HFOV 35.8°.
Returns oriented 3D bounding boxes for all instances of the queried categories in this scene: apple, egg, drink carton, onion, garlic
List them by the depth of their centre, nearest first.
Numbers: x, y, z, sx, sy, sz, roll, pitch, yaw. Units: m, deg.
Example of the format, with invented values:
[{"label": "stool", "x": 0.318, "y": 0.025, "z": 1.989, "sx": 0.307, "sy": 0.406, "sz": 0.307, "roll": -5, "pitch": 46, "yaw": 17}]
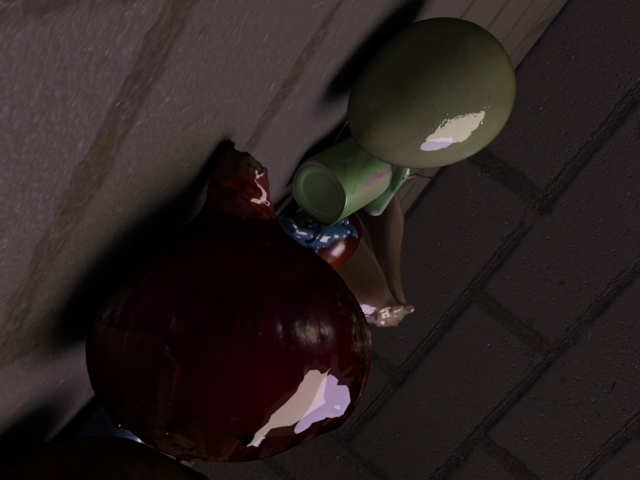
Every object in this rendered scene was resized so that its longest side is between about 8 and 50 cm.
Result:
[{"label": "onion", "x": -0.103, "y": 0.074, "z": 1.198, "sx": 0.348, "sy": 0.347, "sz": 0.385, "roll": -17, "pitch": 112, "yaw": -77}, {"label": "egg", "x": 0.159, "y": -0.214, "z": 1.483, "sx": 0.295, "sy": 0.218, "sz": 0.218, "roll": -31, "pitch": 163, "yaw": -31}, {"label": "drink carton", "x": 0.037, "y": -0.105, "z": 1.648, "sx": 0.142, "sy": 0.144, "sz": 0.146, "roll": -30, "pitch": 161, "yaw": -42}, {"label": "apple", "x": -0.009, "y": -0.004, "z": 1.821, "sx": 0.158, "sy": 0.147, "sz": 0.156, "roll": -50, "pitch": -166, "yaw": 11}, {"label": "garlic", "x": 0.073, "y": 0.003, "z": 2.128, "sx": 0.231, "sy": 0.245, "sz": 0.340, "roll": 13, "pitch": 86, "yaw": -49}]

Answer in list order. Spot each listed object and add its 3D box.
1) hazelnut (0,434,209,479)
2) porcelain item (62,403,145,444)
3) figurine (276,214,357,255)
[{"label": "hazelnut", "x": -0.317, "y": 0.463, "z": 1.320, "sx": 0.421, "sy": 0.352, "sz": 0.421, "roll": 1, "pitch": 90, "yaw": -66}, {"label": "porcelain item", "x": -0.329, "y": 0.316, "z": 1.570, "sx": 0.259, "sy": 0.141, "sz": 0.141, "roll": -59, "pitch": 174, "yaw": -7}, {"label": "figurine", "x": -0.025, "y": 0.016, "z": 1.688, "sx": 0.178, "sy": 0.145, "sz": 0.114, "roll": -18, "pitch": -166, "yaw": -10}]
